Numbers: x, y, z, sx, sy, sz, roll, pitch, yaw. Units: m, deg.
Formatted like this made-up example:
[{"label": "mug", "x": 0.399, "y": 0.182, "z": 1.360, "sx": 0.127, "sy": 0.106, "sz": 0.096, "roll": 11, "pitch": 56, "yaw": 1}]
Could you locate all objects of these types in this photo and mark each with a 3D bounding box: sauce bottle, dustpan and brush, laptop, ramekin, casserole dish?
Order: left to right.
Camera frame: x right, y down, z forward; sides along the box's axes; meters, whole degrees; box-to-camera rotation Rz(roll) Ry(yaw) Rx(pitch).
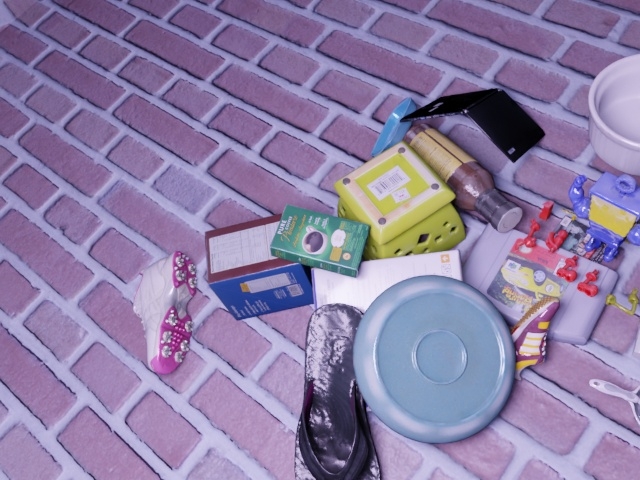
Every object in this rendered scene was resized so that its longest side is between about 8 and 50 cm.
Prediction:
[{"label": "casserole dish", "x": 0.190, "y": -0.278, "z": 1.612, "sx": 0.037, "sy": 0.114, "sz": 0.188, "roll": 33, "pitch": 66, "yaw": -14}, {"label": "sauce bottle", "x": 0.318, "y": -0.143, "z": 1.468, "sx": 0.111, "sy": 0.111, "sz": 0.344, "roll": -33, "pitch": 50, "yaw": -6}, {"label": "laptop", "x": 0.370, "y": -0.275, "z": 1.544, "sx": 0.264, "sy": 0.136, "sz": 0.234, "roll": -1, "pitch": 22, "yaw": 38}, {"label": "dustpan and brush", "x": 0.604, "y": 0.305, "z": 1.182, "sx": 0.211, "sy": 0.060, "sz": 0.147, "roll": 16, "pitch": 65, "yaw": 22}, {"label": "ramekin", "x": 0.747, "y": -0.278, "z": 1.448, "sx": 0.277, "sy": 0.135, "sz": 0.277, "roll": -6, "pitch": 59, "yaw": 11}]

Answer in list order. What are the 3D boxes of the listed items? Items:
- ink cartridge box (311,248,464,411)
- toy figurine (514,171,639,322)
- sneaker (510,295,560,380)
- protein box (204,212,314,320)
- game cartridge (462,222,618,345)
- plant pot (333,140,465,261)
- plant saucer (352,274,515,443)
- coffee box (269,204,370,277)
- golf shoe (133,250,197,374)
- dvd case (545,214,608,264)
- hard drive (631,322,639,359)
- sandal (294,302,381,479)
[{"label": "ink cartridge box", "x": 0.149, "y": 0.187, "z": 1.304, "sx": 0.307, "sy": 0.072, "sz": 0.303, "roll": -8, "pitch": 80, "yaw": 16}, {"label": "toy figurine", "x": 0.579, "y": -0.019, "z": 1.233, "sx": 0.191, "sy": 0.217, "sz": 0.362, "roll": -34, "pitch": 53, "yaw": -27}, {"label": "sneaker", "x": 0.421, "y": 0.192, "z": 1.257, "sx": 0.084, "sy": 0.069, "sz": 0.185, "roll": 40, "pitch": 116, "yaw": 10}, {"label": "protein box", "x": -0.127, "y": 0.062, "z": 1.424, "sx": 0.201, "sy": 0.200, "sz": 0.136, "roll": -13, "pitch": 58, "yaw": 6}, {"label": "game cartridge", "x": 0.447, "y": 0.093, "z": 1.354, "sx": 0.294, "sy": 0.060, "sz": 0.196, "roll": 25, "pitch": 73, "yaw": 25}, {"label": "plant pot", "x": 0.169, "y": -0.073, "z": 1.429, "sx": 0.228, "sy": 0.207, "sz": 0.227, "roll": -32, "pitch": 58, "yaw": -5}, {"label": "plant saucer", "x": 0.221, "y": 0.219, "z": 1.199, "sx": 0.317, "sy": 0.044, "sz": 0.317, "roll": 1, "pitch": 79, "yaw": -6}, {"label": "coffee box", "x": 0.000, "y": 0.000, "z": 1.300, "sx": 0.184, "sy": 0.040, "sz": 0.113, "roll": 13, "pitch": 61, "yaw": 7}, {"label": "golf shoe", "x": -0.372, "y": 0.173, "z": 1.486, "sx": 0.140, "sy": 0.115, "sz": 0.306, "roll": -14, "pitch": 51, "yaw": 18}, {"label": "dvd case", "x": 0.566, "y": 0.004, "z": 1.398, "sx": 0.119, "sy": 0.013, "sz": 0.087, "roll": 33, "pitch": 72, "yaw": 27}, {"label": "hard drive", "x": 0.760, "y": 0.121, "z": 1.266, "sx": 0.203, "sy": 0.040, "sz": 0.307, "roll": 17, "pitch": 66, "yaw": 22}, {"label": "sandal", "x": 0.020, "y": 0.341, "z": 1.220, "sx": 0.167, "sy": 0.107, "sz": 0.446, "roll": -6, "pitch": 78, "yaw": 15}]
